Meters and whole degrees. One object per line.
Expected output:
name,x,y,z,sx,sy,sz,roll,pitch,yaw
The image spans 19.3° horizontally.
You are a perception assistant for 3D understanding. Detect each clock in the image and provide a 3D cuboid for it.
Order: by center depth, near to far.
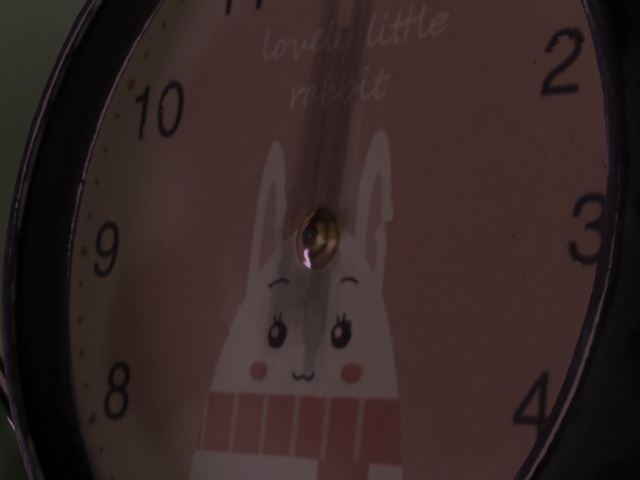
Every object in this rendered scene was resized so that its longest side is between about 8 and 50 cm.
clock,0.000,0.000,0.810,0.386,0.076,0.386,-13,72,43
